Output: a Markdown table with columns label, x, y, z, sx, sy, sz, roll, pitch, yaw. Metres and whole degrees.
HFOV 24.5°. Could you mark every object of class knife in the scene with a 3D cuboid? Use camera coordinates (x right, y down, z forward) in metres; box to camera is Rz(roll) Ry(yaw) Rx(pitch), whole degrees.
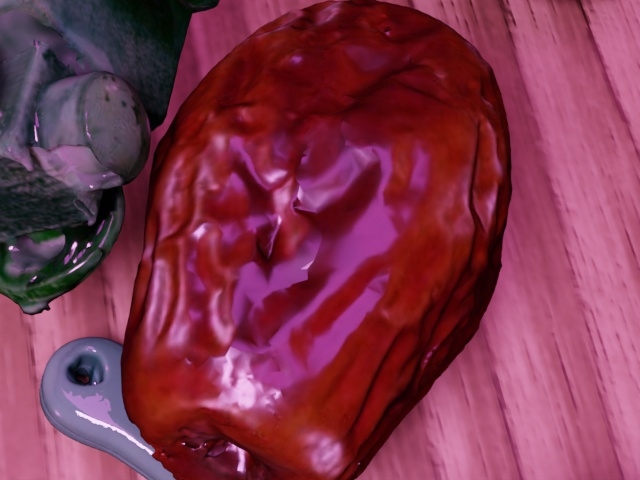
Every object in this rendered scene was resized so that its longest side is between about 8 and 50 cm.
| label | x | y | z | sx | sy | sz | roll | pitch | yaw |
| --- | --- | --- | --- | --- | --- | --- | --- | --- | --- |
| knife | -0.046 | 0.147 | 0.755 | 0.260 | 0.035 | 0.063 | 41 | 56 | 10 |

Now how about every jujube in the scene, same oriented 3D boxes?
| label | x | y | z | sx | sy | sz | roll | pitch | yaw |
| --- | --- | --- | --- | --- | --- | --- | --- | --- | --- |
| jujube | 0.000 | 0.000 | 0.767 | 0.197 | 0.197 | 0.290 | 22 | 53 | 1 |

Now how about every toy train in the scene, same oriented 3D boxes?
| label | x | y | z | sx | sy | sz | roll | pitch | yaw |
| --- | --- | --- | --- | --- | --- | --- | --- | --- | --- |
| toy train | -0.195 | -0.068 | 0.738 | 0.266 | 0.145 | 0.202 | -8 | 56 | 30 |
